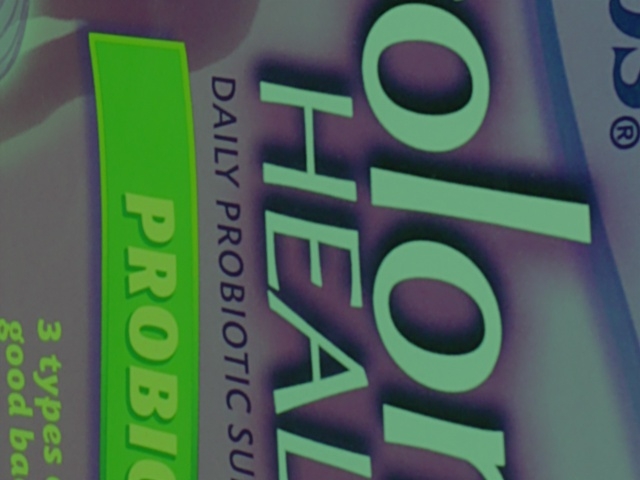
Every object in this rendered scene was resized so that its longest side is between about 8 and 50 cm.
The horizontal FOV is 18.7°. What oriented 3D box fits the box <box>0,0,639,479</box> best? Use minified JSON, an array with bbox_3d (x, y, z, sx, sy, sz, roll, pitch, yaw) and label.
[{"bbox_3d":[0.000,0.000,0.413,0.243,0.117,0.214,-4,87,33],"label":"box"}]
